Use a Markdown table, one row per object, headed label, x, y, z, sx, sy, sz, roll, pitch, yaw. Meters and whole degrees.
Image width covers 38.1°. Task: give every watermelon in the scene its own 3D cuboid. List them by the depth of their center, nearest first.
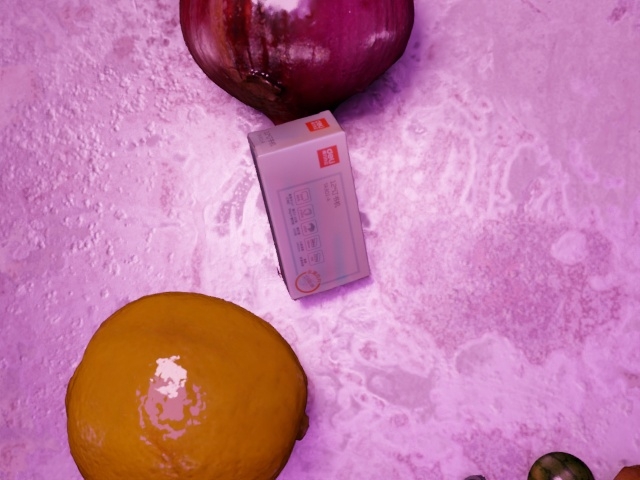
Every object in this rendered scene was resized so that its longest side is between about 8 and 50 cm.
| label | x | y | z | sx | sy | sz | roll | pitch | yaw |
| --- | --- | --- | --- | --- | --- | --- | --- | --- | --- |
| watermelon | 0.353 | 0.360 | 1.345 | 0.109 | 0.109 | 0.109 | -1 | 82 | 6 |

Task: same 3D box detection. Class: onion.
| label | x | y | z | sx | sy | sz | roll | pitch | yaw |
| --- | --- | --- | --- | --- | --- | --- | --- | --- | --- |
| onion | -0.034 | -0.287 | 1.391 | 0.348 | 0.347 | 0.385 | 3 | 118 | 6 |

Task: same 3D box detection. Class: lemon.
| label | x | y | z | sx | sy | sz | roll | pitch | yaw |
| --- | --- | --- | --- | --- | --- | --- | --- | --- | --- |
| lemon | -0.187 | 0.232 | 1.308 | 0.348 | 0.348 | 0.348 | -1 | 82 | 6 |

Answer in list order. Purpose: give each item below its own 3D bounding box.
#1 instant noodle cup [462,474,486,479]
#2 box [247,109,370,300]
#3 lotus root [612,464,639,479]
| label | x | y | z | sx | sy | sz | roll | pitch | yaw |
| --- | --- | --- | --- | --- | --- | --- | --- | --- | --- |
| instant noodle cup | 0.246 | 0.441 | 1.320 | 0.126 | 0.208 | 0.177 | 24 | 54 | -5 |
| box | -0.016 | -0.046 | 1.363 | 0.135 | 0.079 | 0.269 | -17 | 125 | -6 |
| lotus root | 0.507 | 0.446 | 1.281 | 0.291 | 0.193 | 0.193 | 42 | 88 | 20 |
